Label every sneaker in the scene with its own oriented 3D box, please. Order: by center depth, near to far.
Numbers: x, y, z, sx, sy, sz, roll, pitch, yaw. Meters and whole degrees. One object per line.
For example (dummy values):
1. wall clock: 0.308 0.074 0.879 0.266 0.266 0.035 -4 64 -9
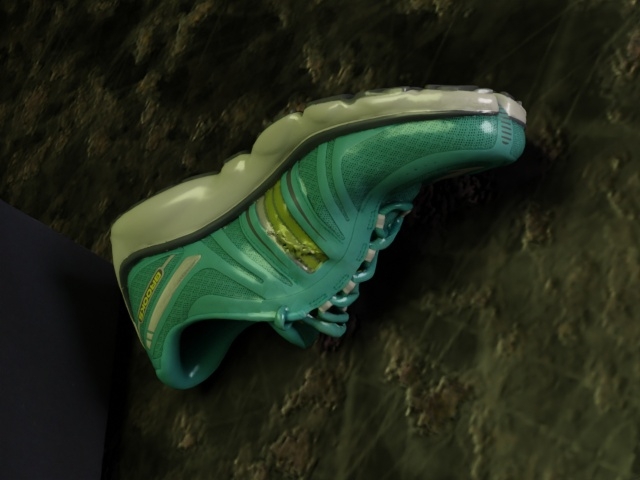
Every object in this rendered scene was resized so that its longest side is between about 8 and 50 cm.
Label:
1. sneaker: 0.000 0.000 0.661 0.275 0.107 0.110 -29 66 34

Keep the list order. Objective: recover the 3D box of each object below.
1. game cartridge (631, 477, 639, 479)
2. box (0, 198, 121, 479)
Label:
1. game cartridge: 0.080 0.238 0.341 0.230 0.068 0.355 132 157 -68
2. box: -0.289 0.153 0.747 0.296 0.183 0.294 -24 50 32
